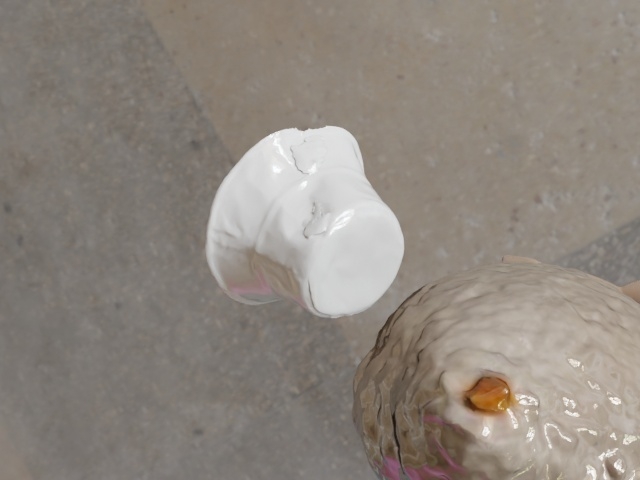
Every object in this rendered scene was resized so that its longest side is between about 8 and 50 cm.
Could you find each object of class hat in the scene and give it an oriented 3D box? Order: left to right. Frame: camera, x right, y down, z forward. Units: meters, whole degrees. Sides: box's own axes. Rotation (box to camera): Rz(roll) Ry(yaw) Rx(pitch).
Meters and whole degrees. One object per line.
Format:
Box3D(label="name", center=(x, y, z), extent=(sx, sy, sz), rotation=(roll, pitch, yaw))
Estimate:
Box3D(label="hat", center=(0.000, 0.000, 1.015), extent=(0.126, 0.203, 0.203), rotation=(38, 129, 44))

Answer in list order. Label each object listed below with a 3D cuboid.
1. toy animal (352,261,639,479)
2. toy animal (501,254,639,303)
Box3D(label="toy animal", center=(0.140, 0.113, 0.637), extent=(0.226, 0.358, 0.188), rotation=(25, 91, 17))
Box3D(label="toy animal", center=(0.205, 0.137, 0.940), extent=(0.166, 0.250, 0.154), rotation=(17, 155, 17))
